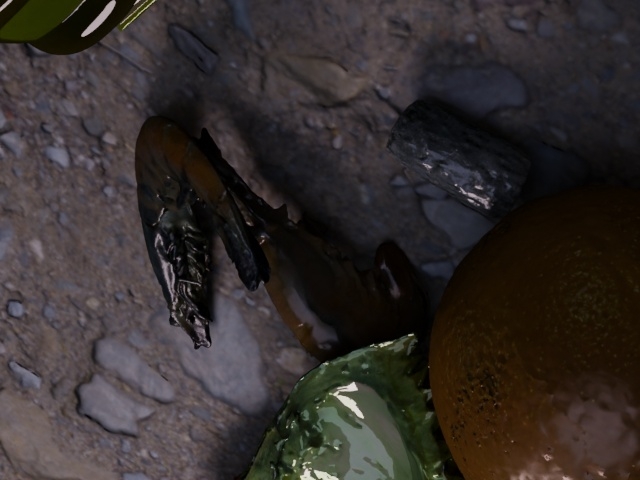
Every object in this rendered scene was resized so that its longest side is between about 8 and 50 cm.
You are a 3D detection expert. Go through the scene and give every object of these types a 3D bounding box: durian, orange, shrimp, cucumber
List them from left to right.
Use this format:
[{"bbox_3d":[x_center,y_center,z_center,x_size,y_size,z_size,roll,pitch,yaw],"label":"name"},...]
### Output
[{"bbox_3d":[-0.098,0.025,1.192,0.198,0.051,0.262,43,146,47],"label":"shrimp"},{"bbox_3d":[-0.008,0.003,1.196,0.262,0.117,0.066,57,161,0],"label":"shrimp"},{"bbox_3d":[0.010,0.258,1.179,0.198,0.163,0.394,30,117,-20],"label":"durian"},{"bbox_3d":[0.107,-0.063,1.097,0.112,0.064,0.064,28,127,4],"label":"cucumber"},{"bbox_3d":[0.210,0.095,1.028,0.274,0.274,0.274,11,123,17],"label":"orange"}]

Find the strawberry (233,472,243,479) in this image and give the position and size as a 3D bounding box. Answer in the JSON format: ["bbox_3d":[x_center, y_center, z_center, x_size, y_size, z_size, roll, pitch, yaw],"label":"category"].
[{"bbox_3d":[-0.047,0.283,1.359,0.140,0.085,0.192,33,122,7],"label":"strawberry"}]

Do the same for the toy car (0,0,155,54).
[{"bbox_3d":[-0.235,-0.250,1.041,0.204,0.198,0.248,-33,103,35],"label":"toy car"}]
